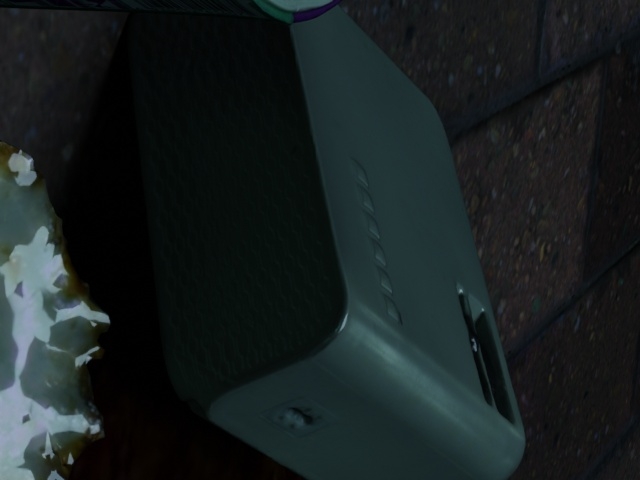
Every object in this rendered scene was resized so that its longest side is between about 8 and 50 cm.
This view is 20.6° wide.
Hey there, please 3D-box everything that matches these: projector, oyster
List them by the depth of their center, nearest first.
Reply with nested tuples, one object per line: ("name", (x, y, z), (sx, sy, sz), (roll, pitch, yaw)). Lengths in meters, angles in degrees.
("oyster", (-0.182, 0.048, 0.688), (0.260, 0.092, 0.198), (9, 81, -61))
("projector", (0.000, 0.000, 0.917), (0.198, 0.108, 0.250), (38, 32, -50))

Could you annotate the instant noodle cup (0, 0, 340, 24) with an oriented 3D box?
("instant noodle cup", (-0.078, -0.195, 0.701), (0.251, 0.190, 0.251), (-40, 137, -53))

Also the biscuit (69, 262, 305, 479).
("biscuit", (-0.109, 0.210, 0.951), (0.407, 0.091, 0.407), (-31, 126, -58))
